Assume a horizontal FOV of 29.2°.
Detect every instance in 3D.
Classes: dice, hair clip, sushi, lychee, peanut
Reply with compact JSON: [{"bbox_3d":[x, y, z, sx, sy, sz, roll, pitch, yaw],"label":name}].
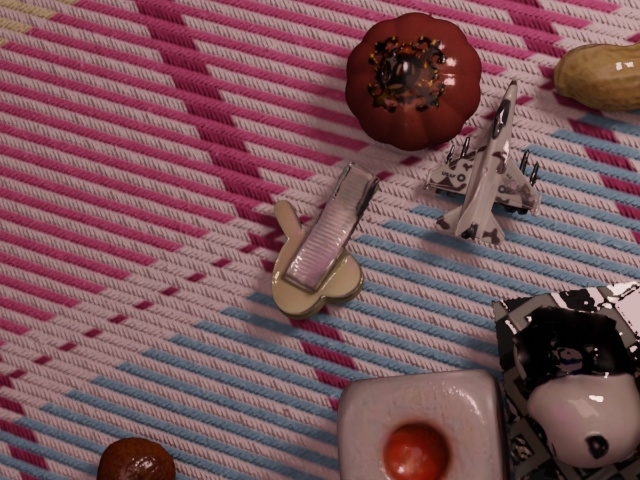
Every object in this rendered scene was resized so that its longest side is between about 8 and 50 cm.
[{"bbox_3d":[0.128,0.258,1.494,0.194,0.192,0.193,-8,83,13],"label":"dice"},{"bbox_3d":[-0.002,-0.001,1.618,0.159,0.071,0.218,26,83,19],"label":"hair clip"},{"bbox_3d":[0.369,0.199,1.513,0.292,0.059,0.294,-6,73,1],"label":"sushi"},{"bbox_3d":[-0.243,0.321,1.608,0.114,0.101,0.140,-10,59,-30],"label":"lychee"},{"bbox_3d":[0.401,-0.210,1.542,0.214,0.090,0.098,-2,95,11],"label":"peanut"}]

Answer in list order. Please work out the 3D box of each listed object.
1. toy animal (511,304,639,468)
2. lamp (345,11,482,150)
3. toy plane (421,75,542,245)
[{"bbox_3d":[0.293,0.171,1.408,0.138,0.166,0.179,-18,72,34],"label":"toy animal"},{"bbox_3d":[0.118,-0.206,1.580,0.182,0.140,0.182,-1,87,10],"label":"lamp"},{"bbox_3d":[0.220,-0.094,1.583,0.160,0.082,0.234,15,72,24],"label":"toy plane"}]
